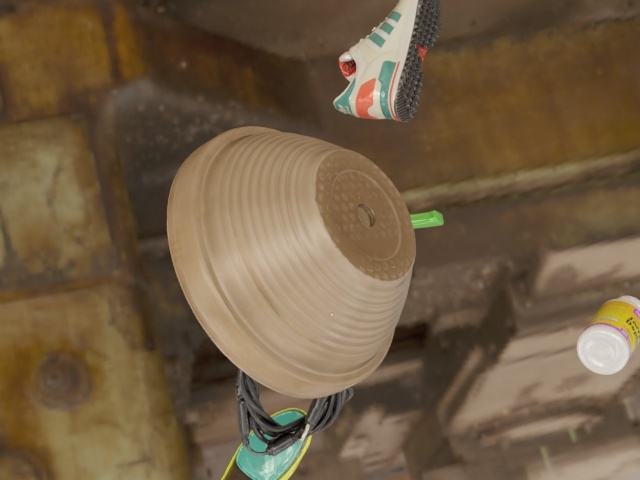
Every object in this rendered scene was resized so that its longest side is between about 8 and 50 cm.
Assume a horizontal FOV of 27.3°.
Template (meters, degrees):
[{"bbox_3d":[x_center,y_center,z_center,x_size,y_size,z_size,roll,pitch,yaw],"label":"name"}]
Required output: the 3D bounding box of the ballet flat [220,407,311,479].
[{"bbox_3d":[-0.088,0.316,1.722,0.231,0.077,0.077,-52,157,-3],"label":"ballet flat"}]

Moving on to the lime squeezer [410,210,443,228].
[{"bbox_3d":[-0.022,0.004,1.498,0.310,0.059,0.110,-23,165,31],"label":"lime squeezer"}]

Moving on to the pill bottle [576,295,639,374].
[{"bbox_3d":[0.245,0.076,1.097,0.043,0.043,0.083,-34,-177,36],"label":"pill bottle"}]

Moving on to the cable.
[{"bbox_3d":[-0.029,0.157,1.515,0.150,0.047,0.185,-14,116,-23],"label":"cable"}]

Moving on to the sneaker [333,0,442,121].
[{"bbox_3d":[0.055,-0.170,1.139,0.075,0.161,0.057,1,146,23],"label":"sneaker"}]

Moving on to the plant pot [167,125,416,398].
[{"bbox_3d":[0.000,0.000,1.076,0.109,0.237,0.237,-30,153,36],"label":"plant pot"}]
